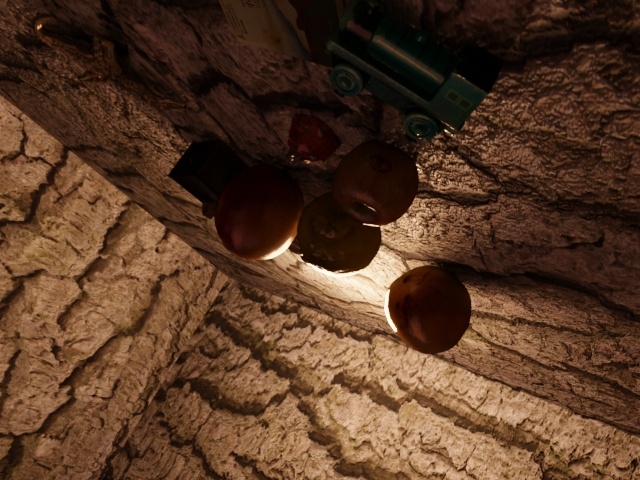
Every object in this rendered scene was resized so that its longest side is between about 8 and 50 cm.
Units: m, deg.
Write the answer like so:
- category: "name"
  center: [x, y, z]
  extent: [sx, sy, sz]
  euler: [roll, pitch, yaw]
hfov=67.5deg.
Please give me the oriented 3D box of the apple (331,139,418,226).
- category: "apple"
  center: [0.135, -0.141, 1.188]
  extent: [0.211, 0.187, 0.211]
  euler: [23, 159, 9]

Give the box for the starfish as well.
- category: "starfish"
  center: [-0.648, -0.542, 1.461]
  extent: [0.432, 0.082, 0.324]
  euler: [23, 162, 19]

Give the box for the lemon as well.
- category: "lemon"
  center: [0.064, -0.020, 1.501]
  extent: [0.286, 0.285, 0.316]
  euler: [23, -156, 21]

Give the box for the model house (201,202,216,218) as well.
- category: "model house"
  center: [-0.350, -0.148, 1.869]
  extent: [0.207, 0.219, 0.136]
  euler: [9, 159, 48]

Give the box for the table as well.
- category: "table"
  center: [-0.407, -0.252, 1.737]
  extent: [0.193, 0.169, 0.172]
  euler: [8, 153, 49]

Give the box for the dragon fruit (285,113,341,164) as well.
- category: "dragon fruit"
  center: [-0.033, -0.247, 1.286]
  extent: [0.153, 0.110, 0.153]
  euler: [26, 165, 7]

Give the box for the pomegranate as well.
- category: "pomegranate"
  center: [0.378, 0.248, 1.675]
  extent: [0.319, 0.319, 0.319]
  euler: [26, 162, 9]

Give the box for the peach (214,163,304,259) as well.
- category: "peach"
  center: [-0.203, -0.101, 1.622]
  extent: [0.308, 0.332, 0.308]
  euler: [22, -161, -8]

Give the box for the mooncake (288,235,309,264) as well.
- category: "mooncake"
  center: [0.000, 0.000, 1.834]
  extent: [0.306, 0.154, 0.306]
  euler: [27, 160, 11]

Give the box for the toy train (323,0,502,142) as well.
- category: "toy train"
  center: [0.150, -0.306, 0.848]
  extent: [0.298, 0.120, 0.194]
  euler: [31, 155, -3]

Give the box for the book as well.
- category: "book"
  center: [-0.077, -0.444, 0.949]
  extent: [0.290, 0.026, 0.201]
  euler: [22, 162, 20]
